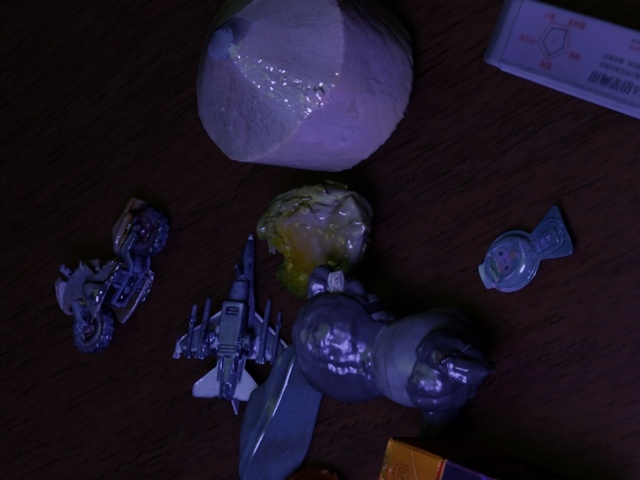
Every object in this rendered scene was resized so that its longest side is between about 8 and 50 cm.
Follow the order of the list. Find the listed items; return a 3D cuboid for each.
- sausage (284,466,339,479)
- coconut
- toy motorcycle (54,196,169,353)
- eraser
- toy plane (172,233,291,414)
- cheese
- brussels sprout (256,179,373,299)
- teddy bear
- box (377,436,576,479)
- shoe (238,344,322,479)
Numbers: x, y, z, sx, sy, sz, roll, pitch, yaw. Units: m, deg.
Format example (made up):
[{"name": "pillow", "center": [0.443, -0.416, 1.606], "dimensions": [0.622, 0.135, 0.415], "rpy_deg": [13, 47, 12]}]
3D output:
[{"name": "sausage", "center": [-0.041, 0.441, 1.774], "dimensions": [0.097, 0.094, 0.348], "rpy_deg": [11, 90, 39]}, {"name": "coconut", "center": [-0.029, -0.203, 1.764], "dimensions": [0.239, 0.244, 0.239], "rpy_deg": [-7, 80, 42]}, {"name": "toy motorcycle", "center": [-0.297, 0.040, 2.080], "dimensions": [0.130, 0.094, 0.229], "rpy_deg": [41, 106, 41]}, {"name": "eraser", "center": [0.301, -0.187, 1.579], "dimensions": [0.352, 0.061, 0.089], "rpy_deg": [28, 101, 42]}, {"name": "toy plane", "center": [-0.109, 0.105, 1.903], "dimensions": [0.160, 0.082, 0.234], "rpy_deg": [3, 86, 17]}, {"name": "cheese", "center": [0.223, 0.015, 1.643], "dimensions": [0.120, 0.026, 0.067], "rpy_deg": [-34, 62, 34]}, {"name": "brussels sprout", "center": [0.003, -0.001, 1.807], "dimensions": [0.181, 0.100, 0.139], "rpy_deg": [-26, 76, 36]}, {"name": "teddy bear", "center": [0.098, 0.137, 1.680], "dimensions": [0.251, 0.144, 0.171], "rpy_deg": [18, 131, 28]}, {"name": "box", "center": [0.196, 0.266, 1.542], "dimensions": [0.237, 0.152, 0.070], "rpy_deg": [14, 93, 43]}, {"name": "shoe", "center": [-0.052, 0.209, 1.842], "dimensions": [0.078, 0.079, 0.195], "rpy_deg": [34, 105, 57]}]
